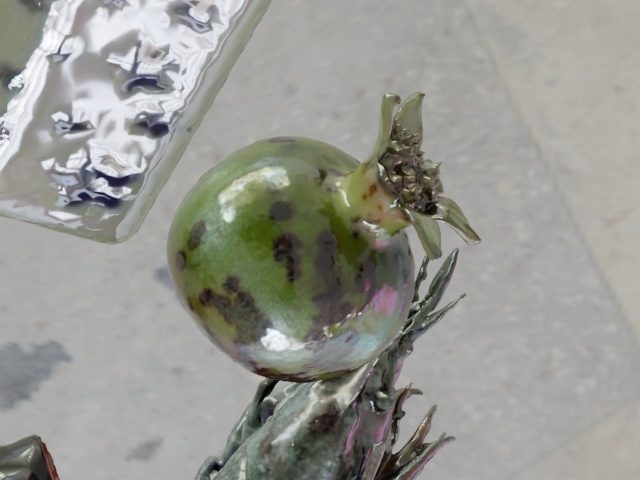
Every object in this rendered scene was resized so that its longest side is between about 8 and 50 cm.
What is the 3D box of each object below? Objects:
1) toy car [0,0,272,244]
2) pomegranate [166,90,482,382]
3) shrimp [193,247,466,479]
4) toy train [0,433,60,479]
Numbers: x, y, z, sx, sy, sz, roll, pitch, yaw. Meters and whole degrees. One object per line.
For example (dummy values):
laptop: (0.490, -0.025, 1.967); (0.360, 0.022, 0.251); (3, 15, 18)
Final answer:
toy car: (-0.189, -0.120, 0.410); (0.336, 0.242, 0.226); (-5, 55, -37)
pomegranate: (0.002, 0.002, 0.994); (0.169, 0.148, 0.148); (-23, 96, 16)
shrimp: (-0.021, 0.158, 1.212); (0.372, 0.172, 0.137); (-53, 141, -4)
toy train: (-0.081, 0.154, 0.586); (0.053, 0.249, 0.085); (-23, 128, -10)
